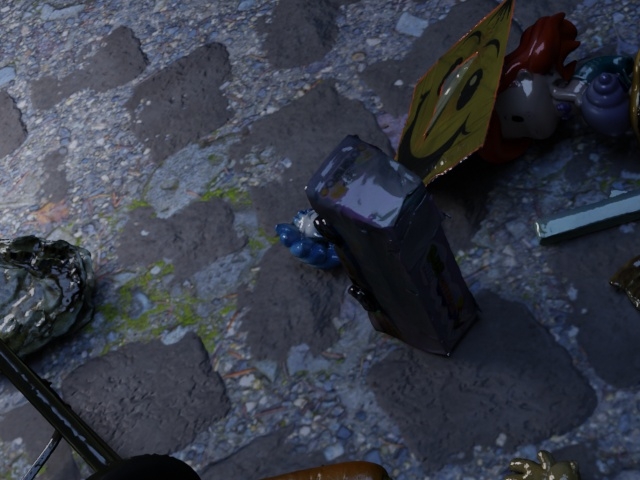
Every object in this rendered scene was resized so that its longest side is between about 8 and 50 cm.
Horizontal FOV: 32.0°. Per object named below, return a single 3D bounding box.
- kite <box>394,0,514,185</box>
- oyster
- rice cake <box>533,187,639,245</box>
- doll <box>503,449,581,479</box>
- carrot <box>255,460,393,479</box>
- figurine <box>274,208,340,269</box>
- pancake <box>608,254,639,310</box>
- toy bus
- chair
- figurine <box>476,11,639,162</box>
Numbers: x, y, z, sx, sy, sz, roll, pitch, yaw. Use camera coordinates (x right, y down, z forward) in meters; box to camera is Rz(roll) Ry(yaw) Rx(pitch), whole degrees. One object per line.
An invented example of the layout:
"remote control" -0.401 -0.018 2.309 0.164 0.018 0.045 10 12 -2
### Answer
"kite" 0.182 -0.198 1.523 0.328 0.013 0.377 -59 16 9
"oyster" -0.465 0.097 1.657 0.267 0.112 0.199 -15 71 2
"rice cake" 0.365 -0.037 1.441 0.180 0.030 0.042 -17 63 10
"doll" 0.248 0.263 1.248 0.093 0.051 0.062 12 67 31
"carrot" -0.018 0.304 1.321 0.225 0.067 0.067 -13 51 15
"figurine" 0.000 0.000 1.537 0.114 0.079 0.114 13 21 -5
"pancake" 0.437 0.075 1.333 0.190 0.020 0.184 5 58 26
"toy bus" 0.092 0.017 1.328 0.138 0.317 0.112 27 71 34
"chair" -0.376 0.310 1.289 0.410 0.362 0.365 23 66 31
"figurine" 0.329 -0.204 1.507 0.257 0.181 0.208 6 97 29
